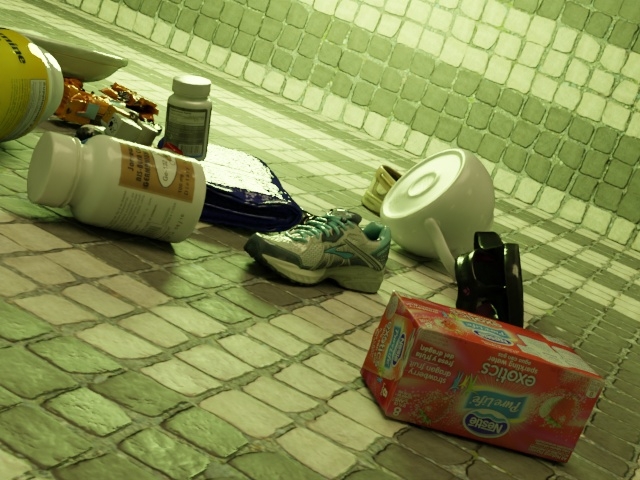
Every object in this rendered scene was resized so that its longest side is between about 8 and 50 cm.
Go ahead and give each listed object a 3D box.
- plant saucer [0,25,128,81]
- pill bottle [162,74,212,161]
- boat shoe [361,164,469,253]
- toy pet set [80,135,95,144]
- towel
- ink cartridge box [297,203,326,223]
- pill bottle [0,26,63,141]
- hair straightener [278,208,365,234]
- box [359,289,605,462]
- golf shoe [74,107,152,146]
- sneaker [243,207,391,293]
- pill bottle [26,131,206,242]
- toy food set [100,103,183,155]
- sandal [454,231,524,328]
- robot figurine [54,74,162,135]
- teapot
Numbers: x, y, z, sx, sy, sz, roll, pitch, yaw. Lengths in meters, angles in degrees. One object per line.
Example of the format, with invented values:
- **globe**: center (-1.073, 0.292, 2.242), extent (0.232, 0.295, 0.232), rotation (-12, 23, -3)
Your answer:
- **plant saucer**: center (-0.621, -0.395, 2.332), extent (0.401, 0.100, 0.400), rotation (14, 7, -2)
- **pill bottle**: center (-0.226, -0.209, 1.853), extent (0.078, 0.137, 0.078), rotation (8, 19, -3)
- **boat shoe**: center (0.226, -0.070, 2.391), extent (0.122, 0.110, 0.341), rotation (7, 19, -47)
- **toy pet set**: center (-0.395, -0.151, 1.827), extent (0.122, 0.065, 0.114), rotation (20, 13, -2)
- **towel**: center (-0.174, -0.098, 1.936), extent (0.228, 0.076, 0.308), rotation (14, 16, -19)
- **ink cartridge box**: center (-0.005, -0.032, 2.047), extent (0.063, 0.029, 0.115), rotation (15, 15, -27)
- **pill bottle**: center (-0.541, -0.244, 1.698), extent (0.188, 0.187, 0.334), rotation (23, 13, 8)
- **hair straightener**: center (0.017, -0.015, 1.962), extent (0.231, 0.047, 0.089), rotation (4, 42, -35)
- **box**: center (0.195, 0.167, 1.326), extent (0.257, 0.122, 0.128), rotation (17, 13, -17)
- **golf shoe**: center (-0.369, -0.194, 1.923), extent (0.077, 0.093, 0.198), rotation (-2, -7, 22)
- **sneaker**: center (0.000, 0.000, 1.707), extent (0.283, 0.122, 0.110), rotation (8, 18, -45)
- **pill bottle**: center (-0.292, -0.080, 1.547), extent (0.229, 0.131, 0.131), rotation (13, 15, -31)
- **toy food set**: center (-0.305, -0.131, 1.787), extent (0.111, 0.104, 0.232), rotation (24, 12, -42)
- **sandal**: center (0.275, 0.079, 1.836), extent (0.107, 0.167, 0.446), rotation (-4, 5, 2)
- **robot figurine**: center (-0.454, -0.279, 2.220), extent (0.211, 0.085, 0.291), rotation (30, 16, 32)
- **teapot**: center (0.258, -0.046, 2.173), extent (0.187, 0.256, 0.252), rotation (50, -20, -21)
